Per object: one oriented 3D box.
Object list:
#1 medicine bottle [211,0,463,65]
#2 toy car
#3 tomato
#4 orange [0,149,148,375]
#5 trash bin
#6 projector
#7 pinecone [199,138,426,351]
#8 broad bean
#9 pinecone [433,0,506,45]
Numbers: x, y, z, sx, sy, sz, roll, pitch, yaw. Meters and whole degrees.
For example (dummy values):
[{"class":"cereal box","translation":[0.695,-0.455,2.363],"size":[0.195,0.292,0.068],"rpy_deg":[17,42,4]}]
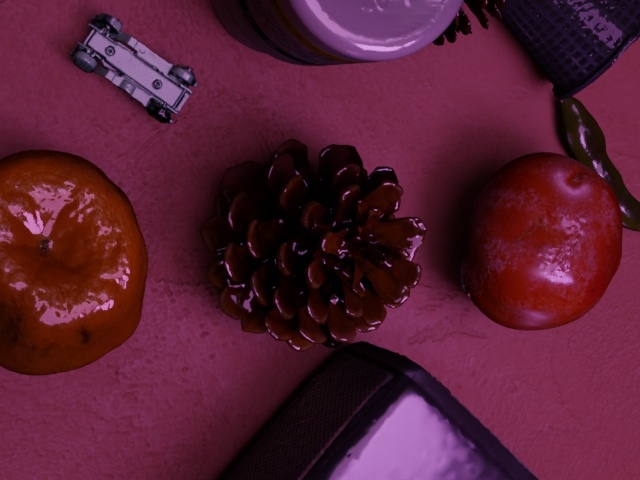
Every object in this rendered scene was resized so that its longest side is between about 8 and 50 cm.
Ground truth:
[{"class":"medicine bottle","translation":[0.002,-0.296,1.257],"size":[0.208,0.339,0.208],"rpy_deg":[-3,97,-20]},{"class":"toy car","translation":[-0.218,-0.199,1.343],"size":[0.143,0.054,0.073],"rpy_deg":[33,83,-16]},{"class":"tomato","translation":[0.285,0.009,1.462],"size":[0.188,0.232,0.232],"rpy_deg":[18,90,17]},{"class":"orange","translation":[-0.315,0.028,1.269],"size":[0.249,0.183,0.249],"rpy_deg":[4,77,-15]},{"class":"trash bin","translation":[0.311,-0.295,1.476],"size":[0.161,0.175,0.175],"rpy_deg":[39,82,-9]},{"class":"projector","translation":[0.071,0.391,1.422],"size":[0.395,0.242,0.405],"rpy_deg":[44,79,-17]},{"class":"pinecone","translation":[0.008,0.006,1.350],"size":[0.264,0.264,0.264],"rpy_deg":[-2,97,-20]},{"class":"broad bean","translation":[0.388,-0.093,1.580],"size":[0.065,0.046,0.254],"rpy_deg":[-43,110,-18]},{"class":"pinecone","translation":[0.157,-0.317,1.404],"size":[0.165,0.163,0.163],"rpy_deg":[-2,97,-4]}]
